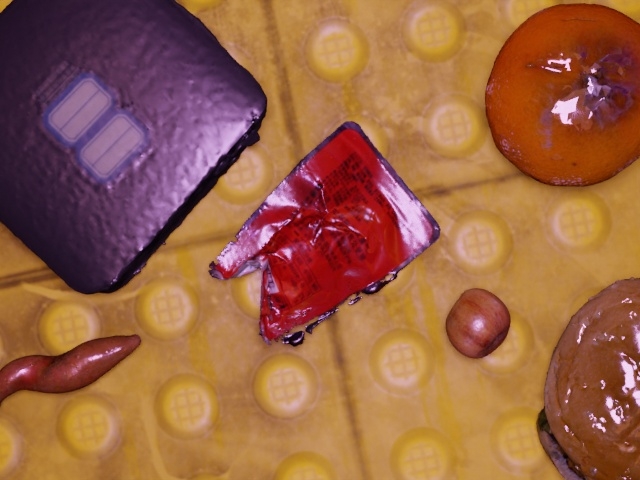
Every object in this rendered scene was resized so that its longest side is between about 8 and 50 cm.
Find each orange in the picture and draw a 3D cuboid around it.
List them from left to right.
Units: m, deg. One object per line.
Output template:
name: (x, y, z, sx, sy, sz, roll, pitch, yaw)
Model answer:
orange: (0.307, -0.176, 1.172, 0.224, 0.170, 0.224, 0, 88, -1)

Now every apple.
apple: (0.194, 0.102, 1.209, 0.071, 0.084, 0.084, 39, 89, 29)

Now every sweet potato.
sweet potato: (-0.321, 0.162, 1.228, 0.202, 0.058, 0.055, -16, 108, 0)

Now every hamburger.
hamburger: (0.409, 0.189, 1.173, 0.265, 0.134, 0.285, 16, 86, 0)

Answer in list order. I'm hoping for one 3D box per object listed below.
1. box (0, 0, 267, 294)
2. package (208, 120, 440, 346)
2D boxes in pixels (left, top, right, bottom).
box: (-0.284, -0.155, 1.224, 0.350, 0.091, 0.359, 42, 89, 3)
package: (0.000, 0.000, 1.223, 0.269, 0.071, 0.194, -37, 102, -4)
